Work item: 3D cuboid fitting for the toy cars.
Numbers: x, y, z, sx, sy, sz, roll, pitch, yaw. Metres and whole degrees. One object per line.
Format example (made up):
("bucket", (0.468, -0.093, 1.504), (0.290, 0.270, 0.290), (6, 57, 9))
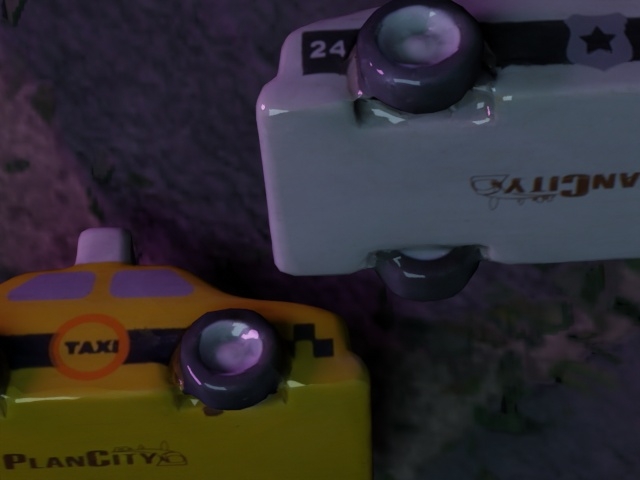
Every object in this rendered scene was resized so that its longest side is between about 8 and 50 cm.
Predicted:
("toy cars", (0.000, 0.000, 0.609), (0.394, 0.087, 0.176), (-31, 134, 32))
